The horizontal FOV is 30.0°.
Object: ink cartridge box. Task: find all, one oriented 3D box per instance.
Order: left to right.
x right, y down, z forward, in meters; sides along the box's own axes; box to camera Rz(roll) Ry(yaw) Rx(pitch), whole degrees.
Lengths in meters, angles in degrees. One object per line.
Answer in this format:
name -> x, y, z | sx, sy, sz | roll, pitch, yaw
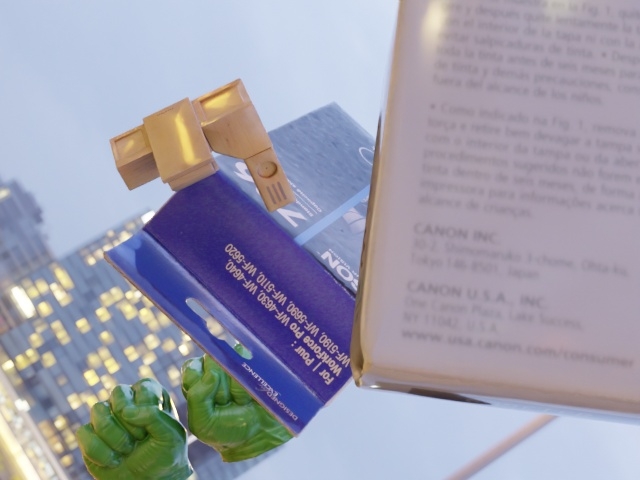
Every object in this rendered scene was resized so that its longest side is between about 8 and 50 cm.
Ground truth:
ink cartridge box -> 0.000, 0.000, 0.833 | 0.165, 0.065, 0.333 | 43, 25, 3
ink cartridge box -> 0.187, -0.110, 0.502 | 0.091, 0.308, 0.384 | 95, 3, -78

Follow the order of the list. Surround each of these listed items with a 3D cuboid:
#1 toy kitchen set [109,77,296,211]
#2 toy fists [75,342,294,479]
toy kitchen set -> -0.063, -0.032, 0.676 | 0.068, 0.083, 0.075 | -115, 180, -52
toy fists -> -0.169, 0.225, 1.500 | 0.096, 0.279, 0.142 | -91, 158, -81
